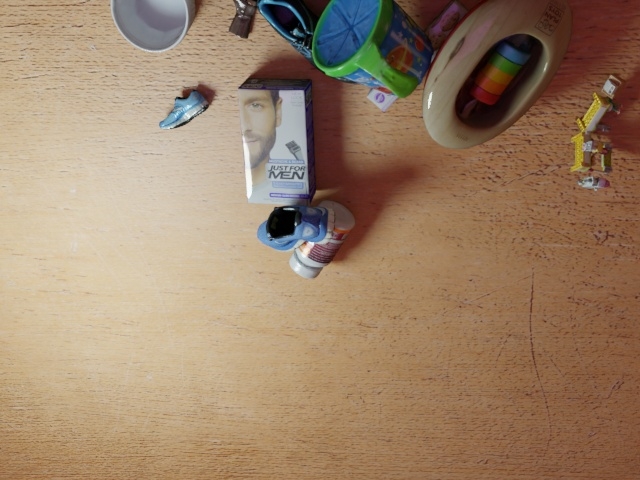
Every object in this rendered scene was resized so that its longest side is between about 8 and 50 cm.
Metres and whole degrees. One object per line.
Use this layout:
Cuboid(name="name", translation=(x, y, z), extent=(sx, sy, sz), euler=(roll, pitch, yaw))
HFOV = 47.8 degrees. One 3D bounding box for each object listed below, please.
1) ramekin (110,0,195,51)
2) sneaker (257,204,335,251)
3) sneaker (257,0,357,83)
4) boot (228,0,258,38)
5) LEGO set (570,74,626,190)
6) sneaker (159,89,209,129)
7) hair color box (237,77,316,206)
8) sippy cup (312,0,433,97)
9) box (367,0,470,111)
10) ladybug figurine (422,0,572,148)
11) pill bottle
Cuboid(name="ramekin", translation=(-0.420, -0.600, 1.856), extent=(0.207, 0.109, 0.207), euler=(5, 121, 9))
Cuboid(name="sneaker", translation=(-0.099, -0.048, 2.022), extent=(0.147, 0.130, 0.330), euler=(13, 166, -30))
Cuboid(name="sneaker", translation=(-0.024, -0.503, 1.814), extent=(0.341, 0.140, 0.125), euler=(36, 118, -11))
Cuboid(name="boot", translation=(-0.223, -0.586, 1.869), extent=(0.106, 0.037, 0.114), euler=(25, 126, -1))
Cuboid(name="LEGO set", translation=(0.720, -0.268, 1.823), extent=(0.107, 0.132, 0.287), euler=(9, 98, -13))
Cuboid(name="sneaker", translation=(-0.389, -0.366, 2.023), extent=(0.162, 0.063, 0.073), euler=(-29, 93, 20))
Cuboid(name="hair color box", translation=(-0.115, -0.268, 1.987), extent=(0.185, 0.110, 0.339), euler=(3, 118, 11))
Cuboid(name="sippy cup", translation=(0.137, -0.459, 1.702), extent=(0.224, 0.305, 0.240), euler=(21, 159, -39))
Cuboid(name="box", translation=(0.248, -0.466, 1.824), extent=(0.067, 0.063, 0.324), euler=(40, 119, -12))
Cuboid(name="ladybug figurine", translation=(0.407, -0.427, 1.729), extent=(0.305, 0.162, 0.449), euler=(17, 125, -32))
Cuboid(name="pill bottle", translation=(0.000, 0.000, 2.107), extent=(0.121, 0.121, 0.221), euler=(29, 120, -6))
